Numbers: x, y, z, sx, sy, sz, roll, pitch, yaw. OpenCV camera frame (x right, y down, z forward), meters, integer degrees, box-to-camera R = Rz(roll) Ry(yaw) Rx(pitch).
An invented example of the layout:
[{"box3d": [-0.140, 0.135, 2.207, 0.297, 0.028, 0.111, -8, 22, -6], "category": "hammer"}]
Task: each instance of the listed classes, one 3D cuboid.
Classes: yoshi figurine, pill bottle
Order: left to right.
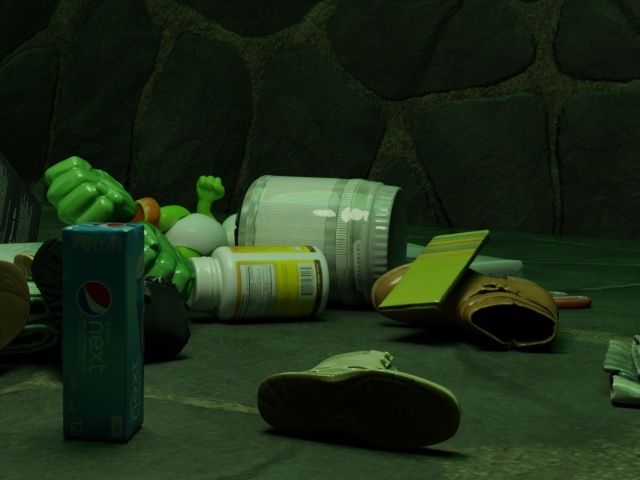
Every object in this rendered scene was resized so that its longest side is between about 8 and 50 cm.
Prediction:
[{"box3d": [-0.193, -0.013, 2.390, 0.362, 0.204, 0.203, 0, 22, -39], "category": "yoshi figurine"}, {"box3d": [-0.102, 0.067, 1.877, 0.214, 0.117, 0.117, 0, 6, -21], "category": "pill bottle"}]

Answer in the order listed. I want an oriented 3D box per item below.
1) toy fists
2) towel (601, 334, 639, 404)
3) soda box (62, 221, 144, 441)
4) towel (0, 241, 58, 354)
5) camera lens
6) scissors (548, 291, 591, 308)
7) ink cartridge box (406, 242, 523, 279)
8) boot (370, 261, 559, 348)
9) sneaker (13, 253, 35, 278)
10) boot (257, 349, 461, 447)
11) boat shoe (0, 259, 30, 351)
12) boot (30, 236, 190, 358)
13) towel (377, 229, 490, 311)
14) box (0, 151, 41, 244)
[{"box3d": [-0.293, -0.012, 1.749, 0.096, 0.279, 0.142, -43, -5, 11], "category": "toy fists"}, {"box3d": [0.514, 0.159, 1.472, 0.324, 0.056, 0.312, 2, 6, 13], "category": "towel"}, {"box3d": [-0.215, 0.089, 1.183, 0.067, 0.210, 0.071, 2, 6, 6], "category": "soda box"}, {"box3d": [-0.484, 0.077, 1.672, 0.320, 0.090, 0.374, -1, 12, -1], "category": "towel"}, {"box3d": [0.000, 0.000, 2.060, 0.274, 0.220, 0.219, 3, 6, 14], "category": "camera lens"}, {"box3d": [0.334, 0.105, 2.101, 0.297, 0.021, 0.109, 1, 8, -19], "category": "scissors"}, {"box3d": [0.179, 0.059, 2.305, 0.303, 0.072, 0.307, -5, 7, -42], "category": "ink cartridge box"}, {"box3d": [0.215, 0.106, 1.773, 0.283, 0.109, 0.220, 8, 11, 3], "category": "boot"}, {"box3d": [-0.368, 0.037, 1.573, 0.083, 0.032, 0.037, 15, 12, 24], "category": "sneaker"}, {"box3d": [0.062, 0.160, 1.241, 0.213, 0.077, 0.165, 1, 3, 24], "category": "boot"}, {"box3d": [-0.475, 0.098, 1.358, 0.110, 0.122, 0.341, -3, 10, 30], "category": "boat shoe"}, {"box3d": [-0.237, 0.107, 1.493, 0.207, 0.094, 0.246, 26, 19, -46], "category": "boot"}, {"box3d": [0.176, 0.047, 1.788, 0.102, 0.021, 0.237, -8, 22, 31], "category": "towel"}, {"box3d": [-0.678, -0.045, 1.964, 0.343, 0.179, 0.312, 2, -19, 4], "category": "box"}]
